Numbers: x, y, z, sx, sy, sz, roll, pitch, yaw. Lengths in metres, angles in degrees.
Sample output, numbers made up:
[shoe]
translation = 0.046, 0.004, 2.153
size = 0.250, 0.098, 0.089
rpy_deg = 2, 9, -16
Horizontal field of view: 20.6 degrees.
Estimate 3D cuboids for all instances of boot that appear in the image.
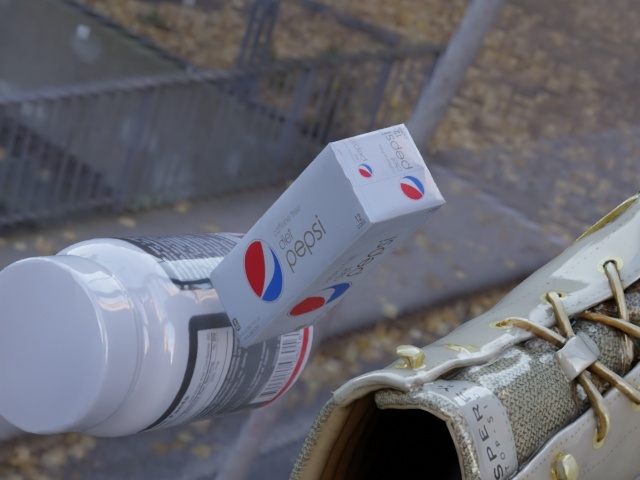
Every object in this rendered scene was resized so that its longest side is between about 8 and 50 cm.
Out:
[boot]
translation = 0.105, 0.037, 0.651
size = 0.095, 0.262, 0.203
rpy_deg = 53, 32, 14

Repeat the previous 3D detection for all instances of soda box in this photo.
[soda box]
translation = 0.000, 0.000, 1.315
size = 0.074, 0.216, 0.069
rpy_deg = -16, 72, -36

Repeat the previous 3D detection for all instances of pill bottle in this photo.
[pill bottle]
translation = -0.143, 0.076, 1.452
size = 0.161, 0.161, 0.283
rpy_deg = 30, 16, 27
